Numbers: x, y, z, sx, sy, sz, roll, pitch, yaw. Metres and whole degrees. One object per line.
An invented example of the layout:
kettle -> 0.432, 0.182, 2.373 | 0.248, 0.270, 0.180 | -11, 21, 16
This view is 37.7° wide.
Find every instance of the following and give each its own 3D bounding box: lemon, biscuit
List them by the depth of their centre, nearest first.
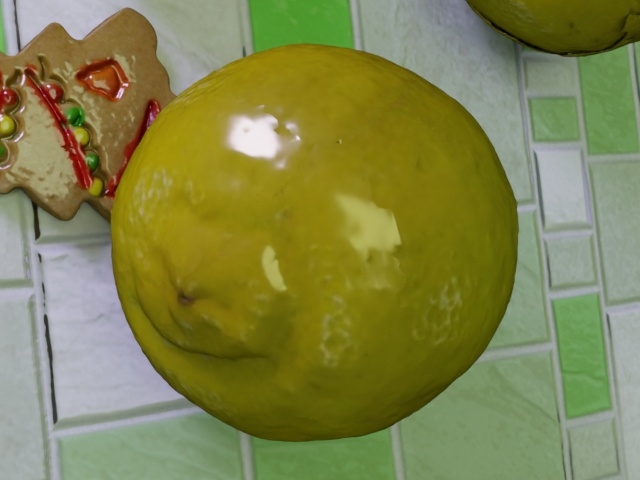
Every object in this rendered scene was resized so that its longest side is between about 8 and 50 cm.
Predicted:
lemon -> 0.000, 0.000, 0.777 | 0.348, 0.348, 0.347 | 3, 84, -28
biscuit -> -0.223, -0.104, 0.827 | 0.239, 0.041, 0.212 | -4, 89, -29
lemon -> 0.263, -0.337, 0.974 | 0.297, 0.297, 0.297 | 3, 84, -28
